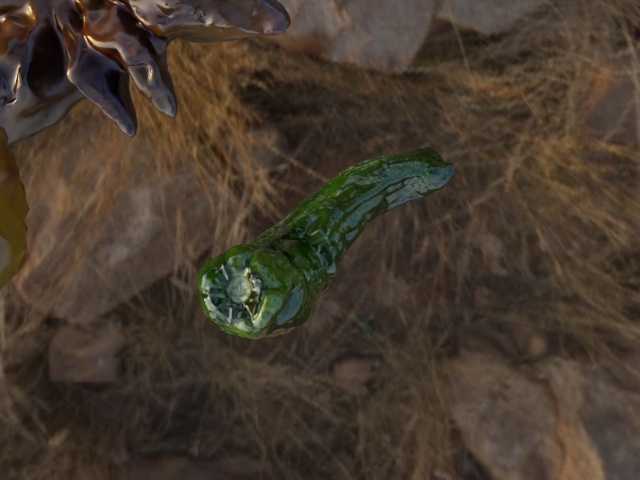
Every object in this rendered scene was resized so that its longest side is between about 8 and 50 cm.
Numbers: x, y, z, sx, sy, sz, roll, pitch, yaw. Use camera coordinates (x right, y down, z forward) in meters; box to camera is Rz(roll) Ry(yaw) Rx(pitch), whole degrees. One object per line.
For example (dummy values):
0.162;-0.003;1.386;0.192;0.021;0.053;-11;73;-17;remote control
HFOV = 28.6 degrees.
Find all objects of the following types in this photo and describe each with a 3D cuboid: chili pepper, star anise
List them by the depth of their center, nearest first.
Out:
-0.002;0.002;0.634;0.050;0.182;0.073;47;133;3;chili pepper
-0.183;-0.188;0.886;0.349;0.109;0.292;9;83;22;star anise

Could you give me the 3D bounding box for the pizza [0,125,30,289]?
-0.202;-0.031;0.290;0.409;0.114;0.278;-40;109;-21;pizza
